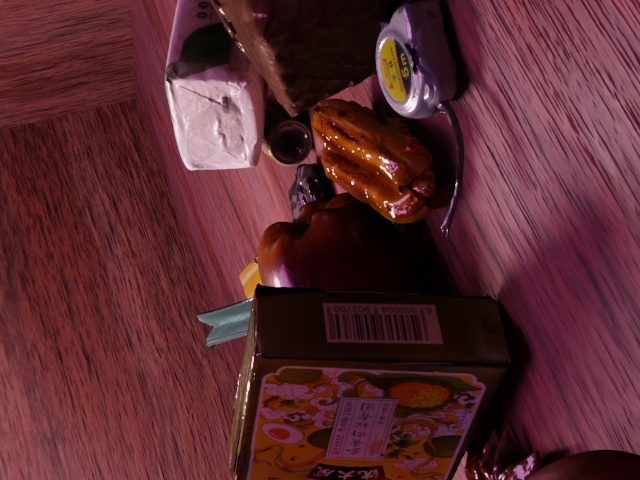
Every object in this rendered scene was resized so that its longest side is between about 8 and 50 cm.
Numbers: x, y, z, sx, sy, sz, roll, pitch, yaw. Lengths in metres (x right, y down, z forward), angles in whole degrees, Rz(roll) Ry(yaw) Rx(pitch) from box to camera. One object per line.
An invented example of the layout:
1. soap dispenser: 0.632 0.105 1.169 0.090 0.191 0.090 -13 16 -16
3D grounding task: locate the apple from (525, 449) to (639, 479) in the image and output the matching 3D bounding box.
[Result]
1. apple: 0.329 0.395 1.072 0.306 0.235 0.305 163 90 -75

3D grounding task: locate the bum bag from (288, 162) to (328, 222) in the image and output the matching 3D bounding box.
1. bum bag: 0.000 0.000 2.013 0.144 0.095 0.340 -25 82 58

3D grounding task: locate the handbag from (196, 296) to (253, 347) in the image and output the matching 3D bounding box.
1. handbag: -0.127 0.151 2.186 0.326 0.238 0.089 -24 89 53

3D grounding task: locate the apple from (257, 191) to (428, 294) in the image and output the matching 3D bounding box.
1. apple: 0.040 0.087 1.626 0.316 0.288 0.288 66 165 -10

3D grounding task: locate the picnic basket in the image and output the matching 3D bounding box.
1. picnic basket: -0.043 -0.399 1.460 0.291 0.254 0.321 71 173 -66

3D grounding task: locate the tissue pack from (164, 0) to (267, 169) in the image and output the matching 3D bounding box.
1. tissue pack: -0.210 -0.358 1.968 0.266 0.194 0.356 88 -177 -52

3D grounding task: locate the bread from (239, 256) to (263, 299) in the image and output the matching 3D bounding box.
1. bread: -0.110 0.158 2.482 0.239 0.111 0.246 67 160 10

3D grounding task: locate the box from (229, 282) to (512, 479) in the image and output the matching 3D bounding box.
1. box: 0.058 0.254 1.476 0.420 0.373 0.138 103 167 -45

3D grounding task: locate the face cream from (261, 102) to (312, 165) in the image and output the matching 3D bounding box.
1. face cream: -0.126 -0.258 2.150 0.349 0.105 0.105 -142 39 -62

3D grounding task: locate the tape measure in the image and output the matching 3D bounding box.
1. tape measure: 0.160 -0.172 1.338 0.164 0.084 0.330 176 79 -75

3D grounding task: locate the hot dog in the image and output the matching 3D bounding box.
1. hot dog: 0.096 -0.139 1.531 0.349 0.117 0.158 39 147 60

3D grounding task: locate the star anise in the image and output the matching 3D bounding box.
1. star anise: 0.298 0.412 1.414 0.349 0.109 0.292 43 154 61
